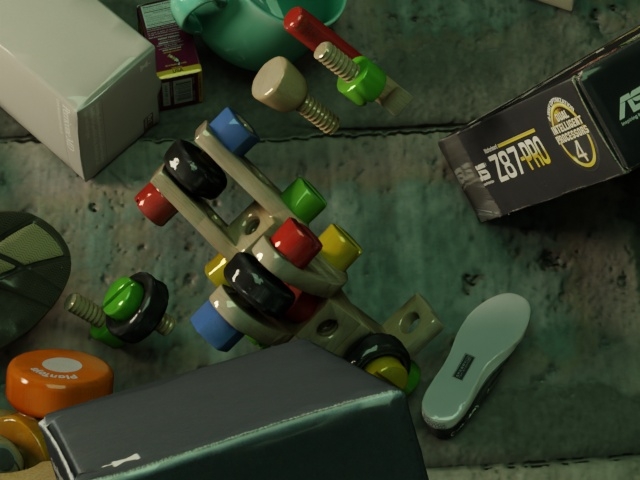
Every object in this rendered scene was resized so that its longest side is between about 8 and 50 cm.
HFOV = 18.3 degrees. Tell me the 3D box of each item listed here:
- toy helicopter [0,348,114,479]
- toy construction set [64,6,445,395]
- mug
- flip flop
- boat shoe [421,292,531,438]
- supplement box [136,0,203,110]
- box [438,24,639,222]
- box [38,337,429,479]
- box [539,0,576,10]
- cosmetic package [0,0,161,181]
[{"bbox_3d":[-0.332,0.168,1.490,0.355,0.140,0.235,8,17,5],"label":"toy helicopter"},{"bbox_3d":[0.000,0.000,1.634,0.237,0.257,0.309,35,78,-32],"label":"toy construction set"},{"bbox_3d":[-0.067,-0.220,1.770,0.157,0.097,0.129,17,53,-25],"label":"mug"},{"bbox_3d":[-0.324,0.082,1.634,0.112,0.080,0.277,43,82,-10],"label":"flip flop"},{"bbox_3d":[0.128,0.104,1.657,0.049,0.040,0.142,28,64,22],"label":"boat shoe"},{"bbox_3d":[-0.135,-0.168,1.785,0.043,0.055,0.083,-13,62,-8],"label":"supplement box"},{"bbox_3d":[0.325,-0.158,1.648,0.395,0.318,0.097,-30,91,-16],"label":"box"},{"bbox_3d":[-0.026,0.291,1.321,0.212,0.293,0.395,-17,97,-10],"label":"box"},{"bbox_3d":[0.150,-0.330,1.827,0.232,0.149,0.127,18,63,8],"label":"box"},{"bbox_3d":[-0.256,-0.177,1.747,0.107,0.127,0.238,-40,68,-21],"label":"cosmetic package"}]
